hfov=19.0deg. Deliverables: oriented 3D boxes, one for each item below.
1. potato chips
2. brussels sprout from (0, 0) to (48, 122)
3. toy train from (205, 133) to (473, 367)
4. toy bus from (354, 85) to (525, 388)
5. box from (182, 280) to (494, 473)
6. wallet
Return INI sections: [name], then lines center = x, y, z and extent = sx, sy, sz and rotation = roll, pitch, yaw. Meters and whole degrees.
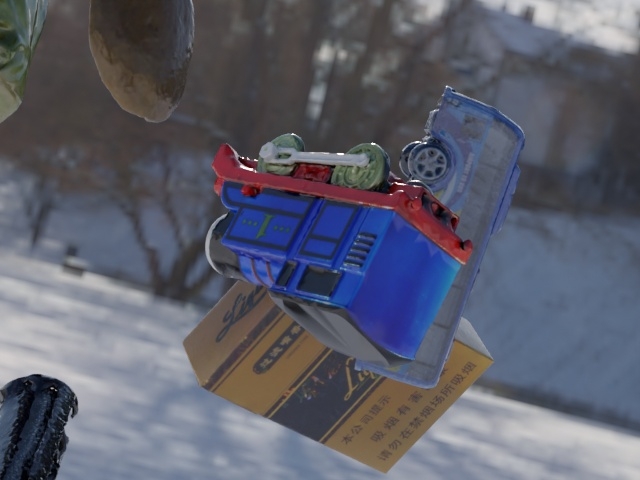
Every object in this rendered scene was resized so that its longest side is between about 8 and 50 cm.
[potato chips]
center = -0.198, -0.242, 2.211
extent = 0.049, 0.201, 0.150
rotation = -13, -24, 41
[brussels sprout]
center = -0.336, -0.219, 1.640
extent = 0.210, 0.271, 0.219
rotation = -10, -24, -16
[toy train]
center = 0.000, 0.000, 1.296
extent = 0.204, 0.131, 0.083
rotation = 12, -19, 49
[toy bus]
center = 0.092, -0.001, 1.533
extent = 0.094, 0.236, 0.079
rotation = 20, 2, -5
[box]
center = 0.017, 0.097, 1.667
extent = 0.237, 0.152, 0.070
rotation = 29, 21, -40
[wallet]
center = -0.290, 0.241, 1.439
extent = 0.071, 0.262, 0.221
rotation = 41, 23, -19
